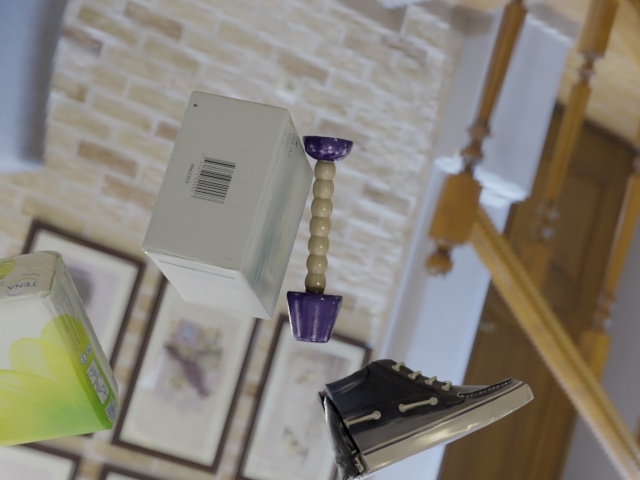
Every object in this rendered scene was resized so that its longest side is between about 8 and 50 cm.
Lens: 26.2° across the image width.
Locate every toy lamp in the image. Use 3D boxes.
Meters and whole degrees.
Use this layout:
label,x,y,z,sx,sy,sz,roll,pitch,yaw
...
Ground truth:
label,x,y,z,sx,sy,sz,roll,pitch,yaw
toy lamp,0.000,0.000,1.845,0.080,0.274,0.080,7,180,0

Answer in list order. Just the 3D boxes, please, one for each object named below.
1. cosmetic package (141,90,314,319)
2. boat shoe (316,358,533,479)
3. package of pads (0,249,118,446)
label,x,y,z,sx,sy,sz,roll,pitch,yaw
cosmetic package,-0.113,-0.041,1.805,0.138,0.224,0.224,13,164,11
boat shoe,0.157,0.238,2.100,0.341,0.158,0.127,-19,167,-25
package of pads,-0.413,0.139,1.638,0.297,0.101,0.229,-11,124,9
